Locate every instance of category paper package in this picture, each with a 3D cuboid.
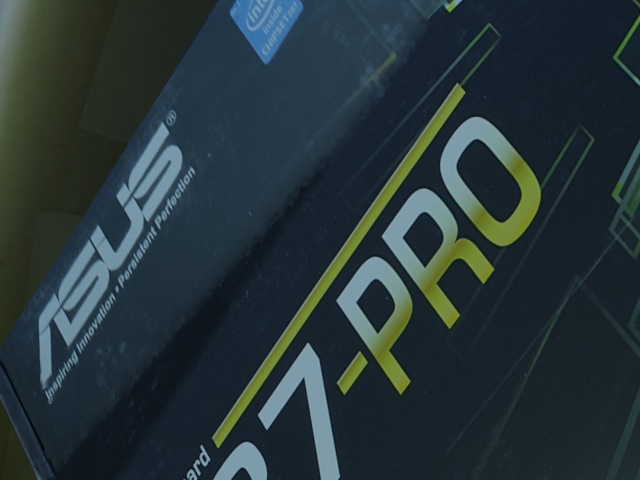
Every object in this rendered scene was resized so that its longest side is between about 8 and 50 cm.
[{"bbox_3d":[-0.106,-0.035,0.867,0.309,0.168,0.325,-151,76,-68],"label":"paper package"}]

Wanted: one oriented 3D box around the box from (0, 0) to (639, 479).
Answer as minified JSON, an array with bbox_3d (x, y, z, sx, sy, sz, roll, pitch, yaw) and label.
[{"bbox_3d":[0.083,0.004,0.527,0.395,0.097,0.318,-54,45,23],"label":"box"}]
